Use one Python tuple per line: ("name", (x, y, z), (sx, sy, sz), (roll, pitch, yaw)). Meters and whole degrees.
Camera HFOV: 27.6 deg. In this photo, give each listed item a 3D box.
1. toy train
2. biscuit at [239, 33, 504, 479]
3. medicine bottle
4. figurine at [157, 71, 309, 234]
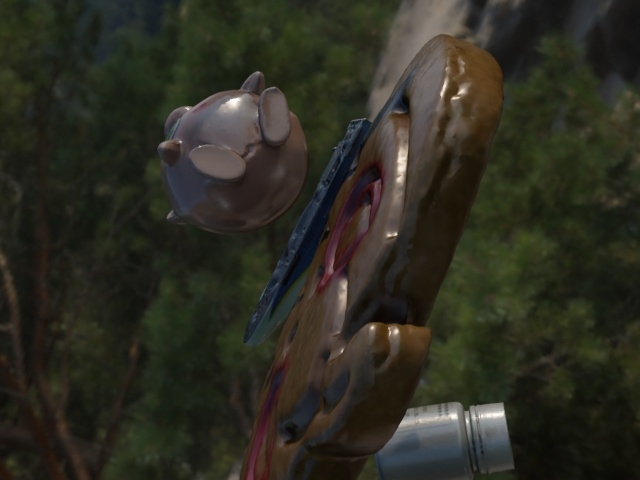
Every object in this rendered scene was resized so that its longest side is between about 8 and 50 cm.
("toy train", (0.000, 0.000, 1.205), (0.234, 0.051, 0.052), (-64, 12, -5))
("biscuit", (0.017, 0.046, 0.821), (0.314, 0.063, 0.367), (-84, 16, -76))
("medicine bottle", (0.119, 0.199, 1.268), (0.080, 0.130, 0.080), (-9, -90, -84))
("figurine", (-0.071, -0.064, 1.034), (0.138, 0.125, 0.125), (148, 140, -74))
